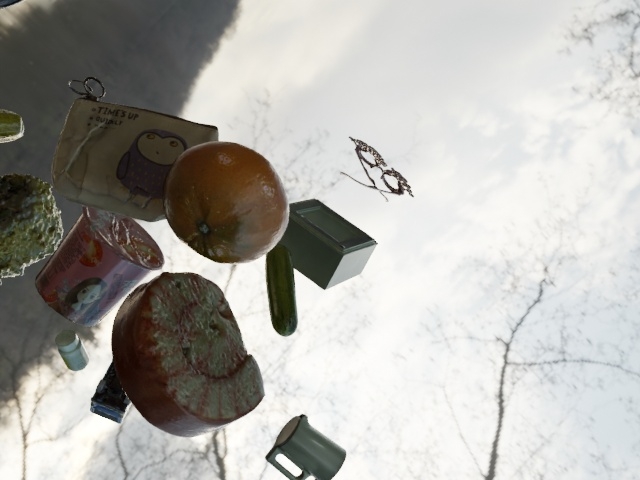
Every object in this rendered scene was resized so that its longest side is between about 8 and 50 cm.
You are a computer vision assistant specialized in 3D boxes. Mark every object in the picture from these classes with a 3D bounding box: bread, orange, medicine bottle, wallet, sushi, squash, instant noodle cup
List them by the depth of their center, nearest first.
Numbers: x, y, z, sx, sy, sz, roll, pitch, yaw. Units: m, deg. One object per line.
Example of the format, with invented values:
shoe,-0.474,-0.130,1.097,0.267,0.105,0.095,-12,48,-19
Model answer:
orange,-0.175,-0.063,1.366,0.240,0.240,0.171,-28,-165,41
medicine bottle,-0.482,0.214,1.474,0.047,0.083,0.047,-3,-133,4
bread,-0.265,0.221,1.503,0.114,0.327,0.295,-31,166,31
wallet,-0.387,-0.176,1.539,0.068,0.336,0.274,107,-2,-66
squash,-0.090,0.111,1.743,0.069,0.069,0.238,-32,-129,35
instant noodle cup,-0.543,0.065,1.846,0.231,0.243,0.243,-47,-161,11
bread,-1.066,-0.334,2.212,0.384,0.112,0.166,-10,-176,-35
sushi,-0.989,-0.053,2.299,0.397,0.240,0.351,10,-136,23

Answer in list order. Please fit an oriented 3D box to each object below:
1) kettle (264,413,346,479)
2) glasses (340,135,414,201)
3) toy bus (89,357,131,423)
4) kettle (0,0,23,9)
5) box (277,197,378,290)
kettle,-0.033,0.496,1.787,0.127,0.148,0.098,-45,-168,27
glasses,0.159,-0.197,2.211,0.095,0.255,0.162,-50,-173,-19
toy bus,-0.594,0.417,2.286,0.133,0.116,0.233,117,-5,-51
kettle,-0.676,-0.613,1.552,0.291,0.268,0.207,-13,-166,-9
box,0.000,0.000,1.983,0.225,0.225,0.117,-18,140,-62
